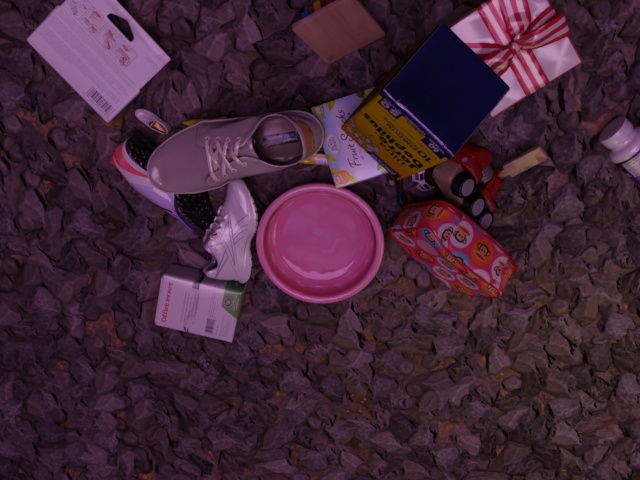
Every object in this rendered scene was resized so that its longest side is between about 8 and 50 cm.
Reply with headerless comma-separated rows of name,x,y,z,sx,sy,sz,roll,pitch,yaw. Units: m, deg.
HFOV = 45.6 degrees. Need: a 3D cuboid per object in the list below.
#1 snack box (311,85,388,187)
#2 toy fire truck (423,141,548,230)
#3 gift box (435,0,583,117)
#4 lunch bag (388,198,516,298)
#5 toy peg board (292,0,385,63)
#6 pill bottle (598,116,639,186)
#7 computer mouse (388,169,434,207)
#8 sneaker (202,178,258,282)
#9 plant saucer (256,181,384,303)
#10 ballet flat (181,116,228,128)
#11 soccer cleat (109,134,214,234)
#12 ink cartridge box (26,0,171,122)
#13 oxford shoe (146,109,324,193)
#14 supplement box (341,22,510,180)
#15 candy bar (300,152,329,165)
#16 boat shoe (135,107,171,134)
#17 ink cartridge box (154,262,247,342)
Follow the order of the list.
snack box,0.090,-0.248,1.853,0.174,0.070,0.207,-17,90,5
toy fire truck,0.408,-0.169,1.848,0.246,0.158,0.217,-51,135,-11
gift box,0.391,-0.450,1.688,0.255,0.258,0.276,-37,106,16
lunch bag,0.317,0.026,1.905,0.293,0.258,0.120,40,72,-18
toy peg board,0.039,-0.512,1.764,0.160,0.079,0.161,-22,150,25
pill bottle,0.769,-0.207,1.837,0.193,0.108,0.108,40,109,-11
computer mouse,0.270,-0.161,1.926,0.193,0.042,0.106,-22,120,12
sneaker,-0.236,-0.021,1.965,0.129,0.111,0.297,-2,112,-21
plant saucer,0.000,0.000,1.989,0.332,0.084,0.332,1,111,3
ballet flat,-0.232,-0.264,1.915,0.231,0.077,0.077,27,90,-10
soccer cleat,-0.406,-0.133,1.969,0.116,0.109,0.318,-22,120,43
ink cartridge box,-0.533,-0.468,1.855,0.239,0.060,0.275,-39,103,16
oxford shoe,-0.214,-0.211,1.805,0.449,0.130,0.169,-11,105,12
supplement box,0.210,-0.282,1.641,0.194,0.356,0.195,42,80,-6
candy bar,-0.030,-0.211,1.942,0.161,0.018,0.040,5,115,2
boat shoe,-0.426,-0.300,1.926,0.100,0.035,0.035,34,110,-9
ink cartridge box,-0.325,0.168,2.074,0.219,0.092,0.160,14,112,-1
